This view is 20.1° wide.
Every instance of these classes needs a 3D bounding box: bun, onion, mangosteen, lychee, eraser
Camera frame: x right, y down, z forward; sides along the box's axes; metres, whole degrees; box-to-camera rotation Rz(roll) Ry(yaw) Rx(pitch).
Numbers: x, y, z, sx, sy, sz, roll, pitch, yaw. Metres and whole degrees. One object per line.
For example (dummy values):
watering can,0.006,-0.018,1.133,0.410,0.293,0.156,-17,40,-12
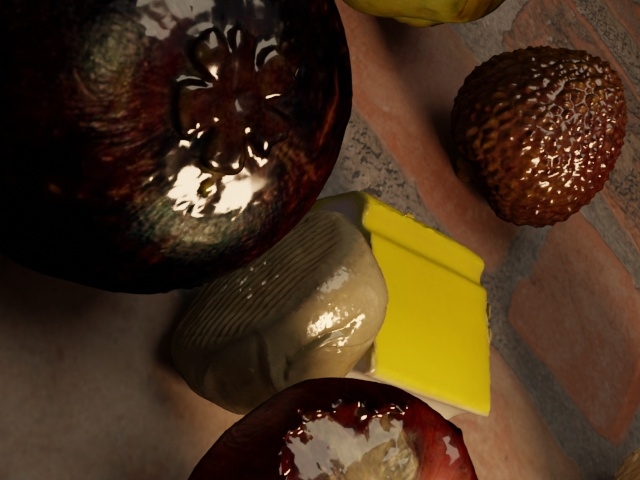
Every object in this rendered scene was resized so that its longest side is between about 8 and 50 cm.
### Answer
bun,-0.023,0.065,1.368,0.113,0.173,0.166,54,10,-24
onion,-0.004,0.226,1.244,0.272,0.195,0.272,-5,99,-32
mangosteen,-0.139,-0.114,1.250,0.330,0.330,0.330,36,37,-33
lychee,0.221,-0.110,1.858,0.194,0.194,0.194,36,37,-33
eraser,0.069,0.061,1.531,0.226,0.069,0.158,25,61,-55

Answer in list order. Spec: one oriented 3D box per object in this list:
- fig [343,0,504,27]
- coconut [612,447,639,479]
fig,0.109,-0.354,1.842,0.239,0.239,0.271,-20,111,-59
coconut,0.420,0.303,1.698,0.297,0.254,0.297,34,40,-35
